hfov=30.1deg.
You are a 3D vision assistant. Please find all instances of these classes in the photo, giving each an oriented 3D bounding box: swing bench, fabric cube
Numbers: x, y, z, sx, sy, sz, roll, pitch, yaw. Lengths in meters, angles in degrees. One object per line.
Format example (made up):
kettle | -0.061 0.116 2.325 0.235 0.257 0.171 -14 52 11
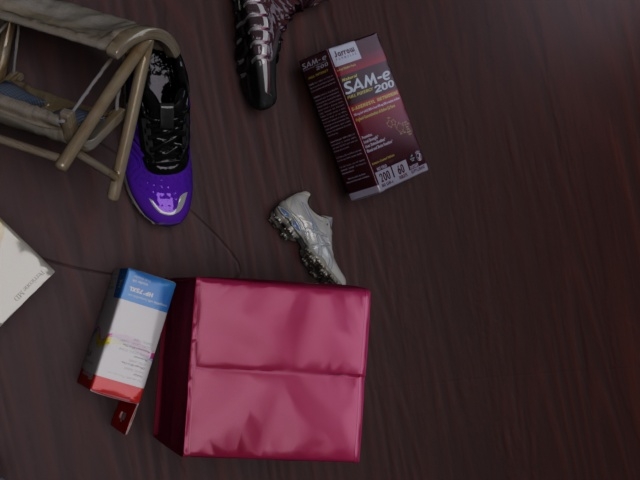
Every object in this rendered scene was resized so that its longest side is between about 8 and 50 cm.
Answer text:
swing bench | -0.375 -0.224 1.674 0.253 0.165 0.255 18 82 21
fabric cube | -0.093 0.184 1.766 0.258 0.254 0.259 5 87 -16

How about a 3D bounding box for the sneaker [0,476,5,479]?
sneaker | -0.574 0.371 1.642 0.282 0.099 0.153 -35 96 11

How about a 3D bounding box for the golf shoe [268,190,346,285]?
golf shoe | 0.000 0.000 1.902 0.086 0.069 0.176 -40 101 -21

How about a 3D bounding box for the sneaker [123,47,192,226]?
sneaker | -0.242 -0.168 1.782 0.102 0.146 0.293 -6 89 -19

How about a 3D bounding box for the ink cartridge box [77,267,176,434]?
ink cartridge box | -0.295 0.161 1.760 0.078 0.134 0.231 19 82 -18

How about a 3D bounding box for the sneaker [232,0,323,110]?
sneaker | -0.051 -0.350 1.877 0.162 0.106 0.281 -6 89 -21

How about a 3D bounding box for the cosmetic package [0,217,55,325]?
cosmetic package | -0.547 -0.008 1.695 0.309 0.113 0.160 44 76 -11

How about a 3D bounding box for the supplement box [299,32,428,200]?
supplement box | 0.071 -0.199 1.904 0.130 0.073 0.239 -26 97 -42
